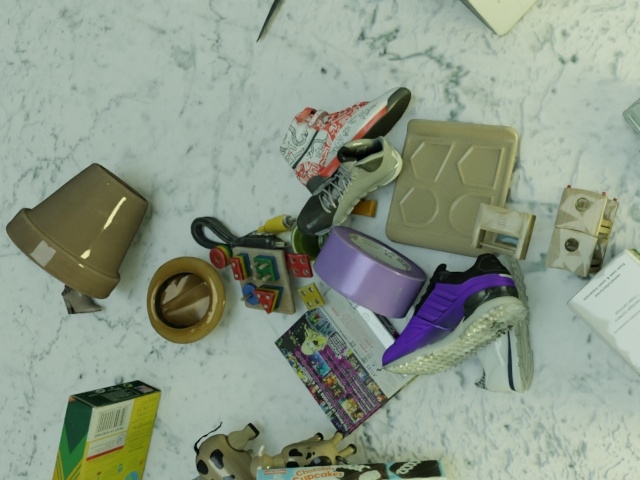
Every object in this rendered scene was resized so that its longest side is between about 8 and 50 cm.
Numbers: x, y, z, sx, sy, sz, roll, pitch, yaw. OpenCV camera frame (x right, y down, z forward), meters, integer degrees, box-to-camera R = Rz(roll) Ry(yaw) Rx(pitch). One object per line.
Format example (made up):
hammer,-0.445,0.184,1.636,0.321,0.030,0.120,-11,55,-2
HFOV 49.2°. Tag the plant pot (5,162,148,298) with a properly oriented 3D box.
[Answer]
plant pot,-0.504,-0.038,1.529,0.263,0.263,0.229,37,87,23

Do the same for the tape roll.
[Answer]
tape roll,0.087,0.054,1.231,0.189,0.189,0.080,33,103,24

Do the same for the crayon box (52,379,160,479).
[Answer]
crayon box,-0.468,0.475,1.503,0.081,0.202,0.319,16,96,27

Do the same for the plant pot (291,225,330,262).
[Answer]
plant pot,0.000,0.000,1.338,0.083,0.079,0.083,0,89,26

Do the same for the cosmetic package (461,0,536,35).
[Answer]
cosmetic package,0.272,-0.603,1.068,0.394,0.329,0.327,-46,69,20

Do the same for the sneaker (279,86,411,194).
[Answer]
sneaker,0.035,-0.221,1.318,0.270,0.090,0.145,-47,72,22

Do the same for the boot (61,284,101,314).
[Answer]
boot,-0.564,0.129,1.649,0.118,0.042,0.087,-6,84,27

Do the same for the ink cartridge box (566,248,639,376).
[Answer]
ink cartridge box,0.508,0.147,1.006,0.117,0.201,0.278,-48,70,18

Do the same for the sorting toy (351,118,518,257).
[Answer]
sorting toy,0.192,-0.102,1.269,0.307,0.041,0.229,11,92,33

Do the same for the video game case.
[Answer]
video game case,0.051,0.219,1.330,0.210,0.042,0.232,-46,70,19

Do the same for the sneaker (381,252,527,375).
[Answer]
sneaker,0.210,0.121,1.177,0.293,0.102,0.146,-40,48,37

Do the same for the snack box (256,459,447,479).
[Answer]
snack box,0.053,0.482,1.207,0.321,0.060,0.187,-1,104,-4

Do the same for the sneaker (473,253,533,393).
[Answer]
sneaker,0.299,0.140,1.184,0.094,0.090,0.235,-4,85,38

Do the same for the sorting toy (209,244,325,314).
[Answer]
sorting toy,-0.115,0.085,1.370,0.274,0.046,0.132,4,113,39

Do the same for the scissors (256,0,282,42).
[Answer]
scissors,-0.062,-0.545,1.416,0.297,0.021,0.109,-46,73,20

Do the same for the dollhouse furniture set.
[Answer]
dollhouse furniture set,0.362,-0.028,1.127,0.183,0.129,0.129,16,96,29

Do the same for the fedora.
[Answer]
fedora,-0.273,0.125,1.478,0.194,0.079,0.194,-1,86,21

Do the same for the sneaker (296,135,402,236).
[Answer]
sneaker,0.033,-0.108,1.235,0.228,0.132,0.086,-40,63,3

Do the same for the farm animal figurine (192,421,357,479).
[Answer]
farm animal figurine,-0.115,0.467,1.316,0.326,0.172,0.330,28,109,26

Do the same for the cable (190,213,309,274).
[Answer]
cable,-0.145,0.012,1.443,0.287,0.072,0.140,5,109,39

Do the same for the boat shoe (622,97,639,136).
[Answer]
boat shoe,0.542,-0.122,1.071,0.081,0.079,0.228,-35,69,32
